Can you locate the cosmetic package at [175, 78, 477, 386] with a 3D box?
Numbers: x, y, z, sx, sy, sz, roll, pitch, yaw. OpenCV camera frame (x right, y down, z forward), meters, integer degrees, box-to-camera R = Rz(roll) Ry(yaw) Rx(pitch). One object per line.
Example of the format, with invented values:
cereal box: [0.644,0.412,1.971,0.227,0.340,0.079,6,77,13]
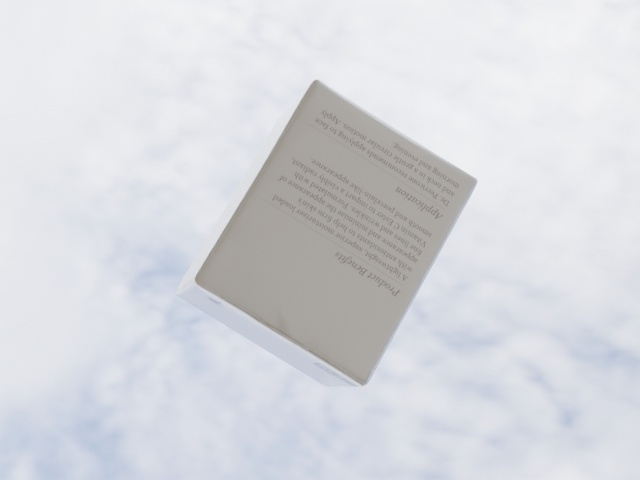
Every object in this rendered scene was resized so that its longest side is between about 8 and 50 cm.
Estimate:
cosmetic package: [0.000,0.000,1.063,0.151,0.151,0.184,32,-101,-7]
